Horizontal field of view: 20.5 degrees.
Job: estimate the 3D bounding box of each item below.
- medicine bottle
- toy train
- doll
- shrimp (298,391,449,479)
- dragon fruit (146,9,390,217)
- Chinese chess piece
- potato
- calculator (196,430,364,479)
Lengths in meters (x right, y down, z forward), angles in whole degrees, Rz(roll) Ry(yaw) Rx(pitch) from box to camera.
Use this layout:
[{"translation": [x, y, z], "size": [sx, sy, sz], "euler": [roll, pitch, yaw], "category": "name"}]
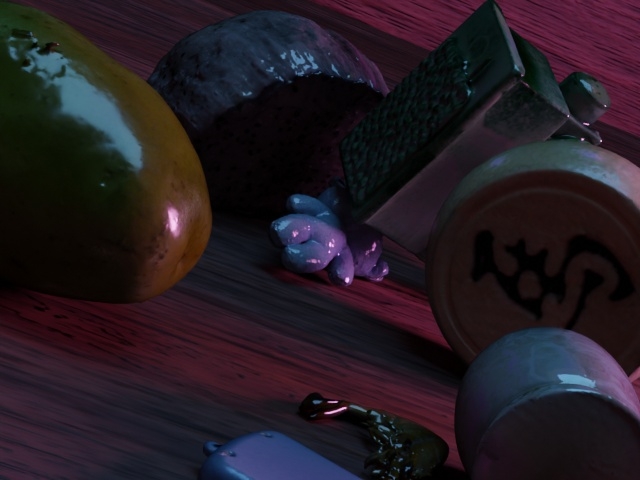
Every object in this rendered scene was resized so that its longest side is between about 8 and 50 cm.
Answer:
[{"translation": [0.180, 0.154, 1.369], "size": [0.147, 0.147, 0.143], "euler": [22, 18, -9], "category": "medicine bottle"}, {"translation": [0.163, -0.086, 1.786], "size": [0.202, 0.266, 0.145], "euler": [33, 28, -30], "category": "toy train"}, {"translation": [-0.003, 0.001, 1.797], "size": [0.179, 0.075, 0.120], "euler": [-18, 85, -51], "category": "doll"}, {"translation": [0.037, 0.152, 1.376], "size": [0.124, 0.034, 0.178], "euler": [24, 13, 12], "category": "shrimp"}, {"translation": [-0.054, -0.156, 1.911], "size": [0.283, 0.204, 0.221], "euler": [13, 31, -40], "category": "dragon fruit"}, {"translation": [0.222, 0.030, 1.665], "size": [0.250, 0.250, 0.101], "euler": [27, 20, 9], "category": "Chinese chess piece"}, {"translation": [-0.226, -0.067, 1.398], "size": [0.304, 0.216, 0.216], "euler": [39, 17, 9], "category": "potato"}, {"translation": [0.009, 0.188, 1.190], "size": [0.210, 0.039, 0.121], "euler": [28, 13, 16], "category": "calculator"}]
